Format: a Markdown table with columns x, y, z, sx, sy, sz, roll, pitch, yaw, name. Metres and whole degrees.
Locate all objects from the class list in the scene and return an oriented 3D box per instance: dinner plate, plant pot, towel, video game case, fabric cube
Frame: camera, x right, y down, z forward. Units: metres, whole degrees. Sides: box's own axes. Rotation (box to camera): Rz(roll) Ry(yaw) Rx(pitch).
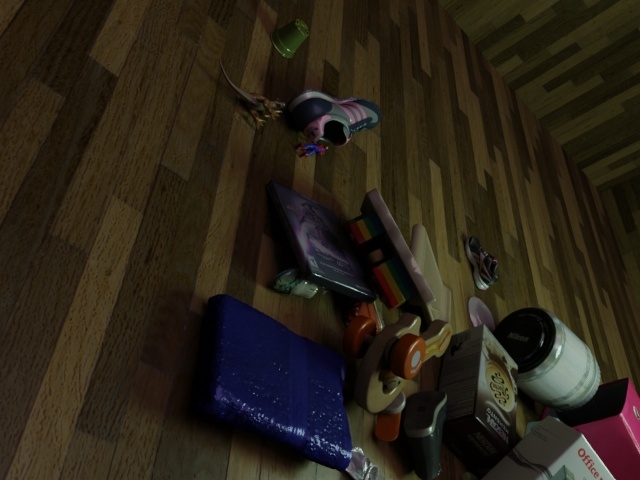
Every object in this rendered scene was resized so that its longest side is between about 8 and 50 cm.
| x | y | z | sx | sy | sz | roll | pitch | yaw | name |
| --- | --- | --- | --- | --- | --- | --- | --- | --- | --- |
| 0.476 | 0.227 | 1.841 | 0.141 | 0.017 | 0.141 | 31 | 45 | -37 | dinner plate |
| -0.073 | -0.529 | 1.636 | 0.083 | 0.079 | 0.083 | 32 | 44 | -36 | plant pot |
| -0.076 | 0.242 | 1.065 | 0.308 | 0.076 | 0.227 | 35 | 34 | -32 | towel |
| 0.000 | 0.000 | 1.312 | 0.196 | 0.026 | 0.274 | 24 | 31 | -42 | video game case |
| 0.793 | 0.579 | 1.771 | 0.254 | 0.259 | 0.258 | -21 | 83 | -57 | fabric cube |

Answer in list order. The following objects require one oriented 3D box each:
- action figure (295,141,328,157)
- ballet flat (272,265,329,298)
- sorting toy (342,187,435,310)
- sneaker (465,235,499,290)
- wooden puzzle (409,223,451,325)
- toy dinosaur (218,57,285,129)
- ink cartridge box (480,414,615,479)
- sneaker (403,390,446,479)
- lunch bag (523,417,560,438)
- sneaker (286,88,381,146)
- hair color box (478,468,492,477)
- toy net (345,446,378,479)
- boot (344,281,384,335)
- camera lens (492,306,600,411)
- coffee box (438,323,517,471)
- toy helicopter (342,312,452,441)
| x | y | z | sx | sy | sz | roll | pitch | yaw | name |
| --- | --- | --- | --- | --- | --- | --- | --- | --- | --- |
| -0.014 | -0.221 | 1.529 | 0.038 | 0.030 | 0.115 | 59 | 31 | 8 | action figure |
| -0.018 | 0.081 | 1.252 | 0.188 | 0.070 | 0.070 | -13 | 76 | -54 | ballet flat |
| 0.134 | 0.038 | 1.382 | 0.257 | 0.089 | 0.255 | 62 | -2 | 5 | sorting toy |
| 0.508 | 0.063 | 1.951 | 0.072 | 0.077 | 0.178 | 20 | 50 | -46 | sneaker |
| 0.270 | 0.108 | 1.591 | 0.238 | 0.044 | 0.221 | 62 | 25 | -28 | wooden puzzle |
| -0.151 | -0.308 | 1.402 | 0.112 | 0.064 | 0.211 | 55 | 20 | 26 | toy dinosaur |
| 0.473 | 0.553 | 1.342 | 0.211 | 0.289 | 0.121 | 52 | -10 | -13 | ink cartridge box |
| 0.224 | 0.405 | 1.340 | 0.222 | 0.083 | 0.118 | -28 | 111 | -66 | sneaker |
| 0.569 | 0.583 | 1.562 | 0.279 | 0.108 | 0.224 | -37 | 110 | -63 | lunch bag |
| 0.055 | -0.288 | 1.596 | 0.319 | 0.112 | 0.131 | -6 | 64 | -45 | sneaker |
| 0.428 | 0.548 | 1.509 | 0.141 | 0.043 | 0.072 | 46 | 36 | -22 | hair color box |
| 0.093 | 0.482 | 1.121 | 0.122 | 0.045 | 0.232 | 32 | 42 | -35 | toy net |
| 0.078 | 0.138 | 1.353 | 0.085 | 0.059 | 0.158 | -12 | 76 | -50 | boot |
| 0.627 | 0.332 | 1.773 | 0.274 | 0.219 | 0.219 | 37 | 40 | -30 | camera lens |
| 0.376 | 0.370 | 1.508 | 0.168 | 0.119 | 0.297 | 49 | 35 | -19 | coffee box |
| 0.180 | 0.254 | 1.300 | 0.355 | 0.140 | 0.235 | -14 | 115 | -52 | toy helicopter |
